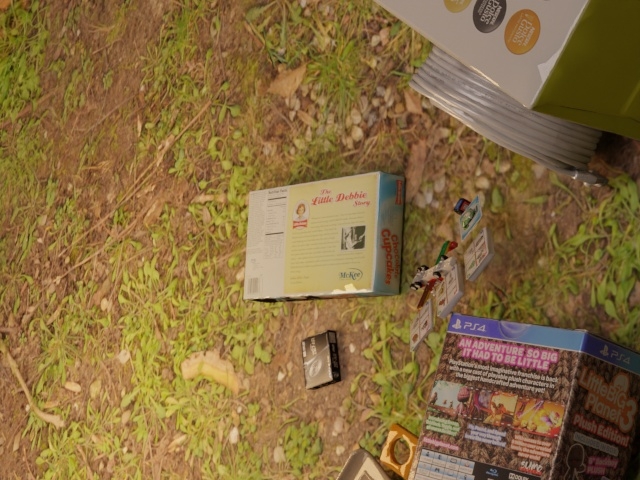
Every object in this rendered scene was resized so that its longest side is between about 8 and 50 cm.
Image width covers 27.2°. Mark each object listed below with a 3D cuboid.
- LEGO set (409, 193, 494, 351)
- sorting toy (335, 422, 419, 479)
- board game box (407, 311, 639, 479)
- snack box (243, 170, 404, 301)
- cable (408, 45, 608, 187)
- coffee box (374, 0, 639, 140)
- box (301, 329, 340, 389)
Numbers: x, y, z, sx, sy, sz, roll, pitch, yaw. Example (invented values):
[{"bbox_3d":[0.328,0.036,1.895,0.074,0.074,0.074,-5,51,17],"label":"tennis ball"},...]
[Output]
[{"bbox_3d":[0.189,0.037,1.825,0.182,0.060,0.244,-55,13,24],"label":"LEGO set"},{"bbox_3d":[0.081,0.431,1.939,0.196,0.047,0.348,45,116,39],"label":"sorting toy"},{"bbox_3d":[0.255,0.255,1.661,0.232,0.141,0.291,6,77,51],"label":"board game box"},{"bbox_3d":[0.000,0.000,2.110,0.322,0.060,0.187,-6,78,49],"label":"snack box"},{"bbox_3d":[0.244,-0.175,1.713,0.257,0.257,0.089,41,108,48],"label":"cable"},{"bbox_3d":[0.334,-0.341,1.580,0.334,0.338,0.338,45,116,43],"label":"coffee box"},{"bbox_3d":[0.000,0.190,2.102,0.067,0.018,0.083,-23,65,44],"label":"box"}]
